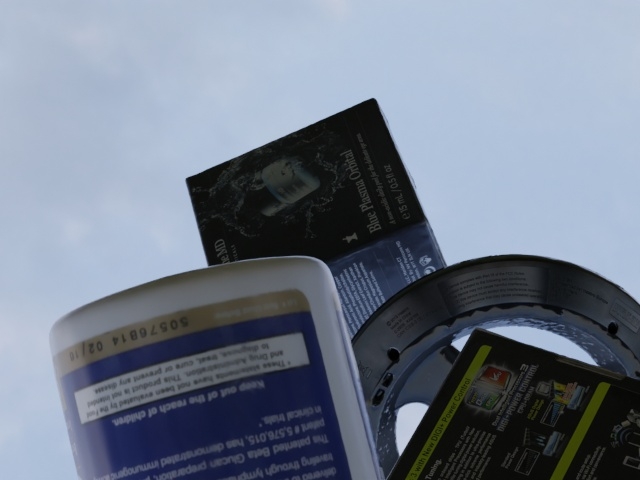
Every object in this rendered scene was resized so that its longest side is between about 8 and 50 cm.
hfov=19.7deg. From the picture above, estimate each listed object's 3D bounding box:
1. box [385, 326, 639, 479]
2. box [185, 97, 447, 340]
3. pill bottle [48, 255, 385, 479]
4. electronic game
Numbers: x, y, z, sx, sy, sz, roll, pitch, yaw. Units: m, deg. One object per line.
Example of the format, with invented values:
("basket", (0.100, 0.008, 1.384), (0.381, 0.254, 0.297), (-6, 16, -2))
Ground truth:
("box", (0.114, 0.183, 0.851), (0.216, 0.060, 0.270), (16, -127, 23))
("box", (0.000, 0.000, 1.327), (0.158, 0.093, 0.156), (-24, -140, 3))
("pill bottle", (-0.023, 0.097, 0.575), (0.094, 0.094, 0.169), (-11, -99, -18))
("electronic game", (0.117, 0.116, 1.164), (0.229, 0.229, 0.048), (0, -157, -4))
